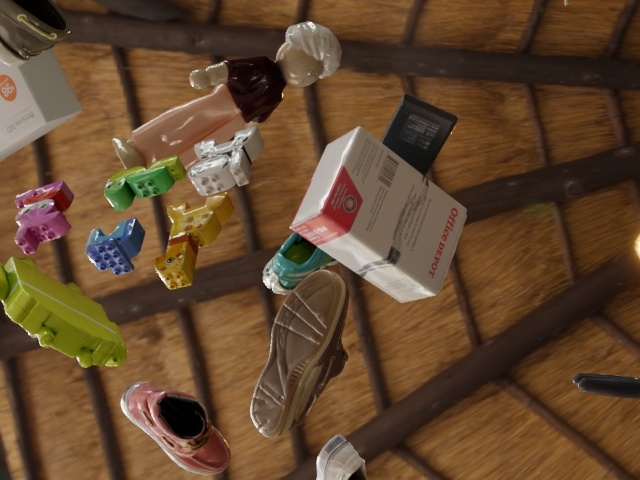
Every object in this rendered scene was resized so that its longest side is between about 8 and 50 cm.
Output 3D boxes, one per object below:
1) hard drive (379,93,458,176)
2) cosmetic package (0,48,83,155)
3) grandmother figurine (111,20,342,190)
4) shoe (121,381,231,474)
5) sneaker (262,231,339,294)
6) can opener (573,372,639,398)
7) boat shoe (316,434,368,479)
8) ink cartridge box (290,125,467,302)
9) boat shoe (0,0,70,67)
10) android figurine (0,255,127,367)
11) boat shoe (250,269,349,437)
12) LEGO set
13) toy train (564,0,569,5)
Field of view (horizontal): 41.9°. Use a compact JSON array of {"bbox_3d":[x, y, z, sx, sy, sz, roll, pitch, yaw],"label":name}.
[{"bbox_3d":[0.150,-0.163,1.358,0.094,0.022,0.135,22,-48,-5],"label":"hard drive"},{"bbox_3d":[-0.626,-0.286,1.502,0.377,0.097,0.284,-19,-78,38],"label":"cosmetic package"},{"bbox_3d":[-0.121,-0.195,1.199,0.342,0.208,0.104,-33,-97,2],"label":"grandmother figurine"},{"bbox_3d":[-0.157,0.235,1.013,0.081,0.063,0.178,-1,-41,49],"label":"shoe"},{"bbox_3d":[0.000,0.000,1.630,0.107,0.275,0.110,37,-36,12],"label":"sneaker"},{"bbox_3d":[0.481,0.222,1.277,0.186,0.059,0.073,2,-94,6],"label":"can opener"},{"bbox_3d":[0.020,0.179,0.609,0.035,0.035,0.100,36,-34,29],"label":"boat shoe"},{"bbox_3d":[0.097,-0.035,1.315,0.100,0.237,0.172,-23,-142,55],"label":"ink cartridge box"},{"bbox_3d":[-0.425,-0.346,1.011,0.091,0.305,0.109,-21,-132,12],"label":"boat shoe"},{"bbox_3d":[-0.391,0.108,1.242,0.056,0.248,0.273,-54,-148,1],"label":"android figurine"},{"bbox_3d":[-0.016,0.207,1.541,0.123,0.123,0.342,34,-69,39],"label":"boat shoe"},{"bbox_3d":[-0.146,-0.008,0.702,0.227,0.093,0.087,-15,-50,14],"label":"LEGO set"},{"bbox_3d":[0.308,-0.415,0.978,0.105,0.248,0.143,6,-32,7],"label":"toy train"}]
